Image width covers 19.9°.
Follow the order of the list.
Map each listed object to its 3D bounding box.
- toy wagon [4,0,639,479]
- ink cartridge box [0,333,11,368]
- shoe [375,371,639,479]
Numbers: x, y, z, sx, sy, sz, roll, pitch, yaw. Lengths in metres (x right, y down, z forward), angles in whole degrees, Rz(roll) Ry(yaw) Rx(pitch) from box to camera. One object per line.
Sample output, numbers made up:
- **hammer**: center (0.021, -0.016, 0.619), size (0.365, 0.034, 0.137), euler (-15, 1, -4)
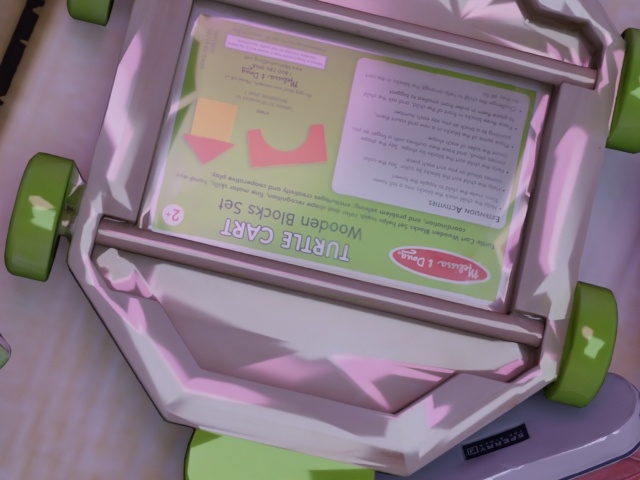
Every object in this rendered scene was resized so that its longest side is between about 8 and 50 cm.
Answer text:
- **toy wagon**: center (0.000, 0.000, 0.808), size (0.267, 0.068, 0.344), euler (13, 83, -4)
- **ink cartridge box**: center (-0.290, 0.120, 0.703), size (0.119, 0.207, 0.353), euler (45, 83, -14)
- **shoe**: center (0.074, 0.125, 0.852), size (0.178, 0.063, 0.081), euler (-19, 125, 8)
